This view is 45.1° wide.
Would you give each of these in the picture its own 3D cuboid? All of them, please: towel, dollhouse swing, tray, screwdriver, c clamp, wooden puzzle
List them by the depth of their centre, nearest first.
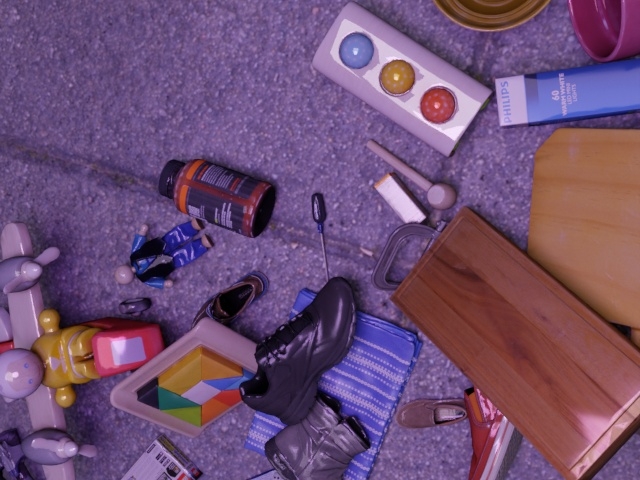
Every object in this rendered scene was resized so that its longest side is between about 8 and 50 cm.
[{"bbox_3d":[0.308,0.148,1.184,0.203,0.076,0.411,-53,53,12],"label":"tray"},{"bbox_3d":[0.547,-0.021,1.206,0.315,0.305,0.347,-1,97,-26],"label":"dollhouse swing"},{"bbox_3d":[0.161,0.027,1.304,0.161,0.137,0.022,-61,37,24],"label":"c clamp"},{"bbox_3d":[-0.210,0.253,1.351,0.238,0.221,0.044,-40,42,15],"label":"wooden puzzle"},{"bbox_3d":[0.000,0.000,1.376,0.025,0.024,0.170,-5,98,-14],"label":"screwdriver"},{"bbox_3d":[0.017,0.278,1.392,0.243,0.040,0.336,22,101,13],"label":"towel"}]

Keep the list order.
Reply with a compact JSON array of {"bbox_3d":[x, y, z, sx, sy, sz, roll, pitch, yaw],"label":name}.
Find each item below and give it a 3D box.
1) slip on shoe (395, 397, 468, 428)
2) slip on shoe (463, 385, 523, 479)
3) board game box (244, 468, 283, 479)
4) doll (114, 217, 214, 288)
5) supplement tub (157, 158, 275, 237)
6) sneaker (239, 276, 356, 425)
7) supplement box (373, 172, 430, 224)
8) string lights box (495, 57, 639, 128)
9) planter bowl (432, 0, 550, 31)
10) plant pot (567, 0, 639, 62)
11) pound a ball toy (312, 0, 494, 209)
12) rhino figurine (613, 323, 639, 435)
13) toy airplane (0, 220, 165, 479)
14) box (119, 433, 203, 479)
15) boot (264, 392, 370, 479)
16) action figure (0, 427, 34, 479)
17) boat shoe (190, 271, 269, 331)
[{"bbox_3d":[0.195,0.304,1.344,0.135,0.041,0.052,-8,94,16],"label":"slip on shoe"},{"bbox_3d":[0.288,0.281,1.285,0.101,0.123,0.332,13,96,28],"label":"slip on shoe"},{"bbox_3d":[-0.090,0.480,1.451,0.090,0.020,0.090,-26,88,16],"label":"board game box"},{"bbox_3d":[-0.298,0.024,1.428,0.189,0.046,0.129,-30,87,3],"label":"doll"},{"bbox_3d":[-0.187,-0.083,1.373,0.197,0.106,0.106,20,101,12],"label":"supplement tub"},{"bbox_3d":[-0.038,0.184,1.303,0.130,0.109,0.286,22,103,-27],"label":"sneaker"},{"bbox_3d":[0.139,-0.067,1.309,0.036,0.062,0.098,-41,84,15],"label":"supplement box"},{"bbox_3d":[0.405,-0.224,1.183,0.259,0.133,0.077,-5,95,15],"label":"string lights box"},{"bbox_3d":[0.274,-0.433,1.218,0.217,0.090,0.217,1,96,14],"label":"planter bowl"},{"bbox_3d":[0.481,-0.378,1.126,0.180,0.201,0.201,-14,92,1],"label":"plant pot"},{"bbox_3d":[0.130,-0.215,1.258,0.319,0.135,0.208,36,104,9],"label":"pound a ball toy"},{"bbox_3d":[0.521,0.254,1.236,0.106,0.073,0.243,-43,85,11],"label":"rhino figurine"},{"bbox_3d":[-0.516,0.214,1.407,0.386,0.272,0.384,38,105,8],"label":"toy airplane"},{"bbox_3d":[-0.337,0.491,1.511,0.114,0.036,0.207,43,105,7],"label":"box"},{"bbox_3d":[0.028,0.402,1.352,0.161,0.083,0.246,-41,85,13],"label":"boot"},{"bbox_3d":[-0.596,0.529,1.556,0.185,0.099,0.285,-38,89,11],"label":"action figure"},{"bbox_3d":[-0.178,0.122,1.412,0.183,0.066,0.066,-43,84,15],"label":"boat shoe"}]
